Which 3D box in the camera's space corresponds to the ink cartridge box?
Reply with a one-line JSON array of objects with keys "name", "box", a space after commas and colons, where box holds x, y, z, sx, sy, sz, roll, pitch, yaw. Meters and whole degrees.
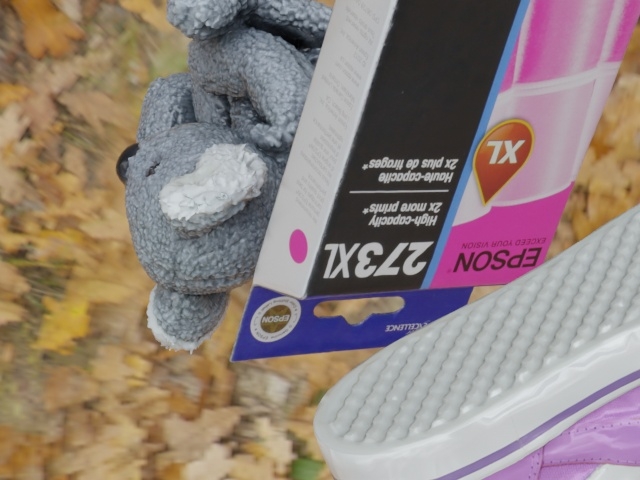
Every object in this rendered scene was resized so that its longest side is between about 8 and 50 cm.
[{"name": "ink cartridge box", "box": [0.075, -0.068, 1.142, 0.069, 0.176, 0.371, 52, 134, 42]}]

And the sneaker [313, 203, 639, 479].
[{"name": "sneaker", "box": [0.150, 0.074, 0.779, 0.282, 0.102, 0.161, -25, 115, 0]}]

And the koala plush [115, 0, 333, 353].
[{"name": "koala plush", "box": [-0.054, -0.047, 1.314, 0.203, 0.196, 0.221, 25, 48, 5]}]
